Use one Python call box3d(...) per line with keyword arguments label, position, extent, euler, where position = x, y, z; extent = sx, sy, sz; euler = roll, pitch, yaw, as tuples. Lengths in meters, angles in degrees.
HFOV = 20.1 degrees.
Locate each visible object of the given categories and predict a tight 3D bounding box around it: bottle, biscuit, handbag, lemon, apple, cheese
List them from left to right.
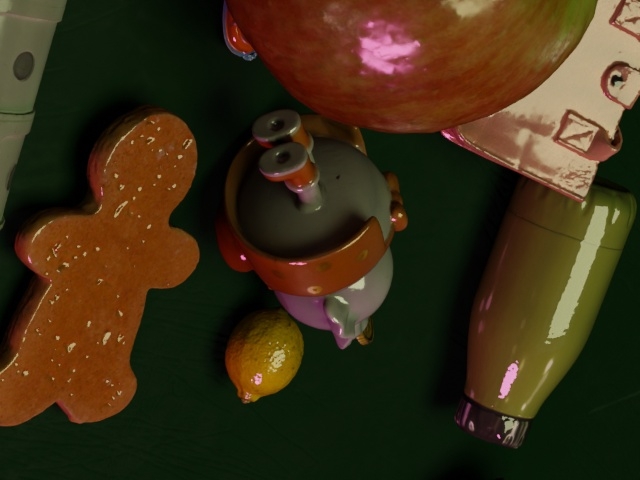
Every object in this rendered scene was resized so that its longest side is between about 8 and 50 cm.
box3d(label="biscuit", position=(-0.160, 0.018, 1.294), extent=(0.165, 0.036, 0.250), euler=(6, 110, -50))
box3d(label="cheese", position=(-0.057, -0.182, 1.307), extent=(0.047, 0.017, 0.111), euler=(-34, 127, -38))
box3d(label="lemon", position=(-0.046, 0.091, 1.440), extent=(0.062, 0.062, 0.083), euler=(20, 89, -51))
box3d(label="apple", position=(0.059, -0.224, 1.249), extent=(0.277, 0.250, 0.309), euler=(63, 35, -26))
box3d(label="bottle", position=(0.196, 0.062, 1.649), extent=(0.112, 0.112, 0.260), euler=(7, 106, -49))
box3d(label="handbag", position=(0.205, -0.156, 1.521), extent=(0.157, 0.059, 0.212), euler=(25, 93, -15))

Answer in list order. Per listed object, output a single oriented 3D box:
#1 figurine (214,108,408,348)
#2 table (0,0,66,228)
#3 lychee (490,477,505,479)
box3d(label="figurine", position=(0.008, -0.003, 1.394), extent=(0.143, 0.143, 0.271), euler=(-56, 139, -8))
box3d(label="table", position=(-0.222, -0.123, 1.074), extent=(0.126, 0.126, 0.220), euler=(5, 106, -49))
box3d(label="lychee", position=(0.172, 0.312, 1.737), extent=(0.171, 0.171, 0.171), euler=(-25, 128, -37))
